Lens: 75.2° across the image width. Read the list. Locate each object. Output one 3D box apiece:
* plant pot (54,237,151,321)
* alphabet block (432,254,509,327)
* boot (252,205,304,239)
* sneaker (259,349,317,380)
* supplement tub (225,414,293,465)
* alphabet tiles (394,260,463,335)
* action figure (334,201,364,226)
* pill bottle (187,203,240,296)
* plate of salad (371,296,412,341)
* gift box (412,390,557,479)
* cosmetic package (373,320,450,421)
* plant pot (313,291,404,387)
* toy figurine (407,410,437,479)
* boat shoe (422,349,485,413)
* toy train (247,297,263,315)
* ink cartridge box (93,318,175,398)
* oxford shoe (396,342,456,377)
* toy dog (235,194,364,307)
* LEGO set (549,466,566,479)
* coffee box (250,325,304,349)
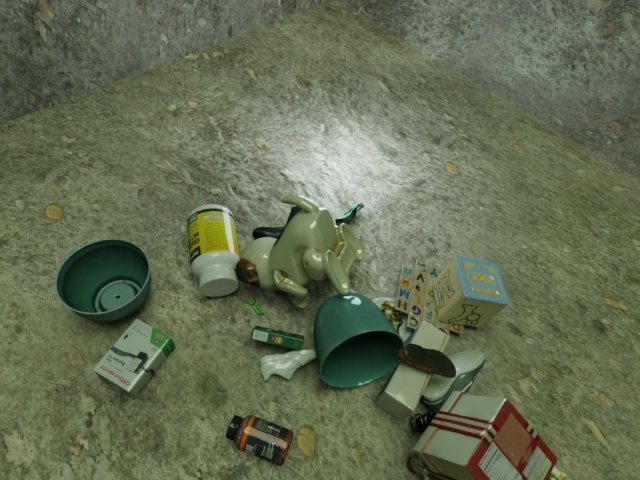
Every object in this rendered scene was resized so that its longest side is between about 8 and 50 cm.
[{"bbox_3d":[-0.736,0.168,1.468,0.293,0.196,0.293,4,54,-5],"label":"plant pot"},{"bbox_3d":[0.573,0.201,1.613,0.192,0.197,0.193,12,49,-10],"label":"alphabet block"},{"bbox_3d":[-0.146,-0.060,1.779,0.247,0.094,0.207,19,58,-4],"label":"boot"},{"bbox_3d":[-0.103,0.439,1.458,0.212,0.080,0.094,-9,69,-8],"label":"sneaker"},{"bbox_3d":[-0.190,0.611,1.292,0.198,0.106,0.106,20,54,5],"label":"supplement tub"},{"bbox_3d":[0.448,0.236,1.679,0.285,0.011,0.342,22,48,-1],"label":"alphabet tiles"},{"bbox_3d":[0.130,-0.112,1.862,0.063,0.137,0.232,49,50,-3],"label":"action figure"},{"bbox_3d":[-0.411,0.039,1.613,0.188,0.188,0.333,-8,56,-14],"label":"pill bottle"},{"bbox_3d":[0.267,0.306,1.614,0.200,0.048,0.199,4,55,-6],"label":"plate of salad"},{"bbox_3d":[0.440,0.605,1.143,0.255,0.258,0.276,-36,91,-26],"label":"gift box"},{"bbox_3d":[0.320,0.451,1.452,0.113,0.160,0.309,31,57,13],"label":"cosmetic package"},{"bbox_3d":[0.108,0.322,1.443,0.293,0.293,0.235,-7,39,-14],"label":"plant pot"},{"bbox_3d":[0.384,0.666,1.325,0.213,0.148,0.209,17,60,1],"label":"toy figurine"},{"bbox_3d":[0.485,0.505,1.498,0.319,0.116,0.099,-26,105,-31],"label":"boat shoe"},{"bbox_3d":[-0.249,0.255,1.591,0.024,0.017,0.083,-38,68,-19],"label":"toy train"},{"bbox_3d":[-0.619,0.393,1.393,0.153,0.087,0.208,25,56,10],"label":"ink cartridge box"},{"bbox_3d":[0.347,0.396,1.361,0.212,0.076,0.076,26,52,-12],"label":"oxford shoe"},{"bbox_3d":[-0.114,0.064,1.505,0.408,0.395,0.284,-20,31,30],"label":"toy dog"},{"bbox_3d":[0.689,0.724,1.343,0.107,0.132,0.287,-31,71,-17],"label":"LEGO set"},{"bbox_3d":[-0.151,0.346,1.482,0.184,0.113,0.040,12,84,-1],"label":"coffee box"}]
